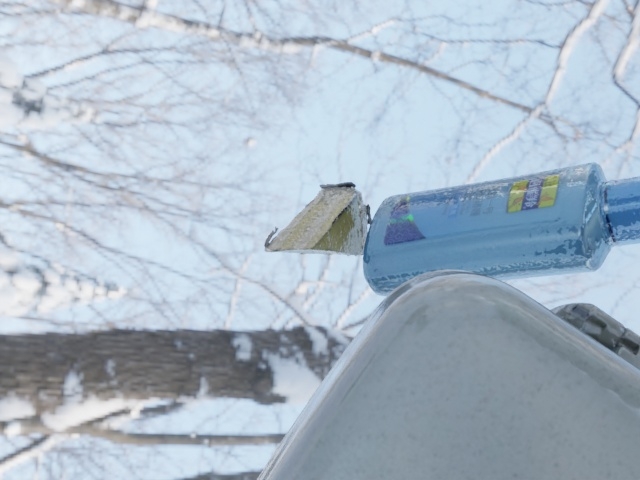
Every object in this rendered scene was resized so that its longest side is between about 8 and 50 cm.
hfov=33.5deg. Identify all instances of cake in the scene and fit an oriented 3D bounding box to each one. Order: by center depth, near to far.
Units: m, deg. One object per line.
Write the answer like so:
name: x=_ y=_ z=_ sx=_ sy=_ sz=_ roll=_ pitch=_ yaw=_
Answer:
cake: x=0.000 y=0.000 z=0.901 sx=0.052 sy=0.121 sz=0.065 roll=3 pitch=-67 yaw=25

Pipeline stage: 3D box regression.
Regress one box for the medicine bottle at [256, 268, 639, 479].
medicine bottle: x=0.146 y=0.201 z=0.586 sx=0.282 sy=0.375 sz=0.123 roll=-56 pitch=180 yaw=1

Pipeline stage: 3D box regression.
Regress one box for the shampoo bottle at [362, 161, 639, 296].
shampoo bottle: x=0.163 y=-0.012 z=0.845 sx=0.258 sy=0.061 sz=0.104 roll=-8 pitch=-141 yaw=30
